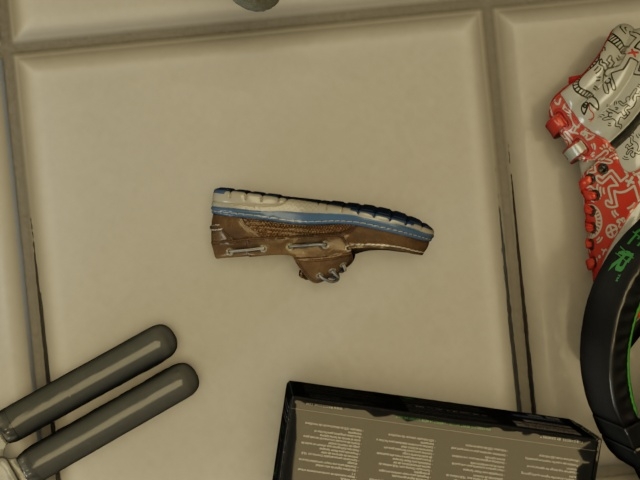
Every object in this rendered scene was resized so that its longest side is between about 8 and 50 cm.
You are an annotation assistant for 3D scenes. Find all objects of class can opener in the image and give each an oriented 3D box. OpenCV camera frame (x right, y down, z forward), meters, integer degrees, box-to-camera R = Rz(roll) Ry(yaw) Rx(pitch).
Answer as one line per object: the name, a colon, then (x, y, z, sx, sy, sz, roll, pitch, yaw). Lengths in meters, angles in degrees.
can opener: (-0.231, 0.162, 1.418, 0.280, 0.093, 0.074, -29, 90, -6)

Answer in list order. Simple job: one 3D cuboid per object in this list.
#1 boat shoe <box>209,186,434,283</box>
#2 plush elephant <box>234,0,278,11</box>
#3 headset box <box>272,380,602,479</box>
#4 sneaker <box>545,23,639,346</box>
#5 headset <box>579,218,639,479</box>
boat shoe: (0.000, 0.000, 1.435, 0.183, 0.066, 0.066, 8, 95, 8)
plush elephant: (-0.050, -0.323, 1.329, 0.330, 0.255, 0.272, 30, 90, -2)
headset box: (0.075, 0.271, 1.402, 0.246, 0.131, 0.283, 7, 90, -2)
sneaker: (0.238, -0.041, 1.431, 0.145, 0.090, 0.270, 26, 100, 14)
headset: (0.365, 0.144, 1.367, 0.243, 0.185, 0.394, -37, 111, -13)
